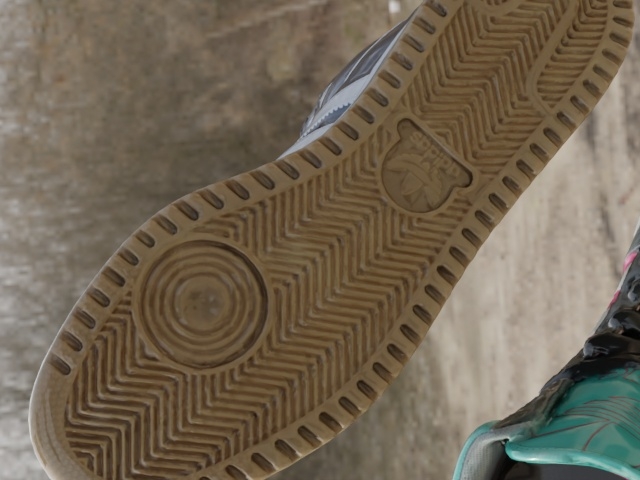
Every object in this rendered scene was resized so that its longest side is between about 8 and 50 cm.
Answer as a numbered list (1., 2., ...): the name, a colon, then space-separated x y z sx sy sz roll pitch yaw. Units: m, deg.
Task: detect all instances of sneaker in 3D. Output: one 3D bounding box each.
1. sneaker: 0.000 0.000 0.546 0.099 0.282 0.153 46 164 -2
2. sneaker: 0.143 0.061 0.559 0.295 0.124 0.178 -66 -13 9
